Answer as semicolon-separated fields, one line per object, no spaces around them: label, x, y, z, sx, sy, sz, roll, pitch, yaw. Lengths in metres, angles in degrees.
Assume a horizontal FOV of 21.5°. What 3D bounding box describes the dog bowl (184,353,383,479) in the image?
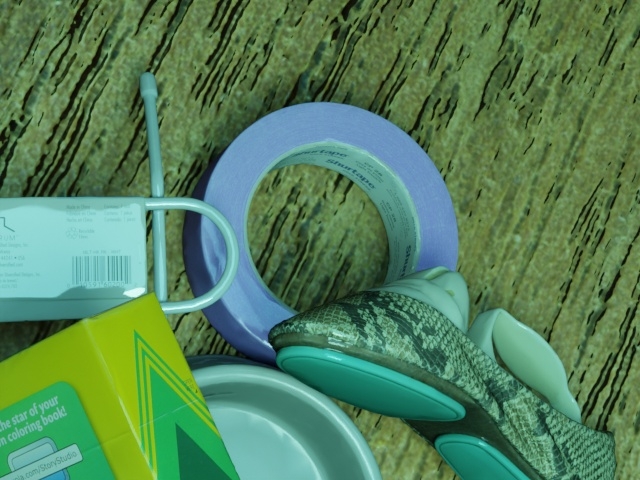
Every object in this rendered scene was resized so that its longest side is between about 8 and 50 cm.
dog bowl;-0.091;0.278;1.652;0.348;0.102;0.349;3;79;-17

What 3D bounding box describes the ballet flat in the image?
ballet flat;0.137;0.137;1.666;0.483;0.164;0.182;37;61;-35

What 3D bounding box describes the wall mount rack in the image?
wall mount rack;-0.261;-0.027;1.638;0.350;0.130;0.304;-1;83;-11

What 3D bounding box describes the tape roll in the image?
tape roll;0.000;0.000;1.741;0.274;0.090;0.275;3;79;-16

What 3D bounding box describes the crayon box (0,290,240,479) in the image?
crayon box;-0.227;0.255;1.479;0.106;0.363;0.313;-20;85;-54
